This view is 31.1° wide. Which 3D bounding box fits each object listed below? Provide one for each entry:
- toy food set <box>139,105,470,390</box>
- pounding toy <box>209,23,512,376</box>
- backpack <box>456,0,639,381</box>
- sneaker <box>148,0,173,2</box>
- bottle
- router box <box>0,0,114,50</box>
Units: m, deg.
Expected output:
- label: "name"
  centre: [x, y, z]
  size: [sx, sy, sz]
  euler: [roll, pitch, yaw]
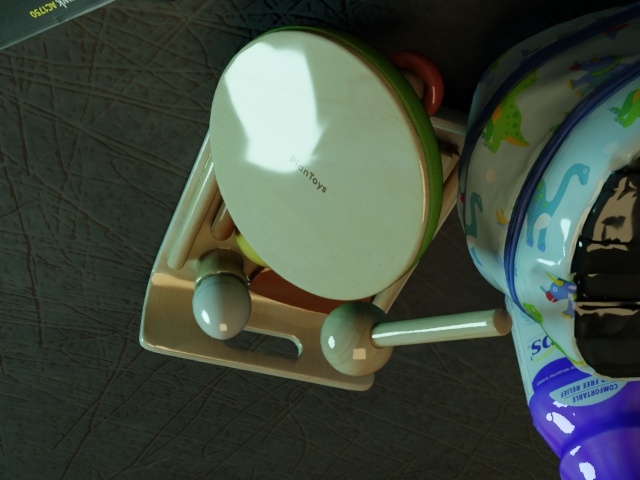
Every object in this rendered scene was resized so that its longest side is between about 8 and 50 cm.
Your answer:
- label: "toy food set"
  centre: [0.000, 0.000, 0.923]
  size: [0.219, 0.092, 0.306]
  euler: [13, 132, -18]
- label: "pounding toy"
  centre: [0.039, -0.040, 0.779]
  size: [0.183, 0.110, 0.237]
  euler: [-24, 93, 46]
- label: "backpack"
  centre: [0.271, -0.043, 0.796]
  size: [0.355, 0.273, 0.290]
  euler: [-27, 137, -28]
- label: "sneaker"
  centre: [-0.101, -0.267, 0.630]
  size: [0.136, 0.116, 0.314]
  euler: [-13, 135, 5]
- label: "bottle"
  centre: [0.226, 0.120, 0.932]
  size: [0.118, 0.283, 0.092]
  euler: [-21, 133, 17]
- label: "router box"
  centre: [-0.200, -0.169, 0.629]
  size: [0.179, 0.046, 0.133]
  euler: [-12, 132, 38]
